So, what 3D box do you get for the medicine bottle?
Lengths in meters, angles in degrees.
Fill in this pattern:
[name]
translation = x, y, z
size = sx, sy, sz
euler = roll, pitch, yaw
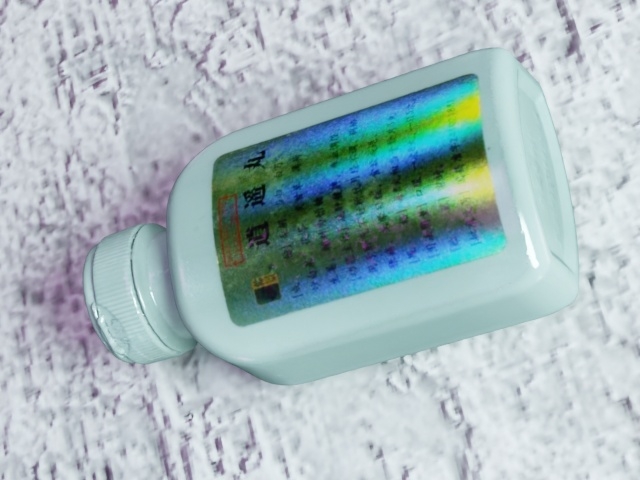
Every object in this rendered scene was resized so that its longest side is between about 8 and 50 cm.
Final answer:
[medicine bottle]
translation = 0.000, 0.000, 0.917
size = 0.229, 0.083, 0.121
euler = -17, 66, 21
